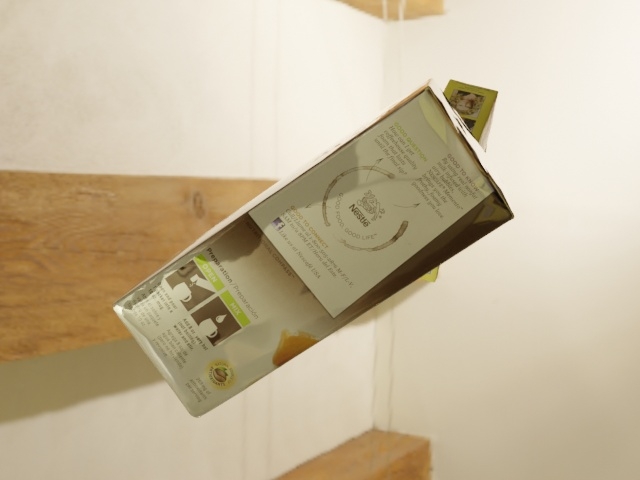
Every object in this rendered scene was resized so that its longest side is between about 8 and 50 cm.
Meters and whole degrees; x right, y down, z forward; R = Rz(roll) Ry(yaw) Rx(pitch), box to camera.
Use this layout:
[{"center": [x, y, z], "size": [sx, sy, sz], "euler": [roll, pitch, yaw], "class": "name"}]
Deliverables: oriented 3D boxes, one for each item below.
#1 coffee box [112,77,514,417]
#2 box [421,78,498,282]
[{"center": [0.000, 0.000, 0.686], "size": [0.098, 0.246, 0.141], "euler": [55, -167, -6], "class": "coffee box"}, {"center": [0.121, -0.065, 0.999], "size": [0.232, 0.058, 0.087], "euler": [-62, -17, -49], "class": "box"}]
